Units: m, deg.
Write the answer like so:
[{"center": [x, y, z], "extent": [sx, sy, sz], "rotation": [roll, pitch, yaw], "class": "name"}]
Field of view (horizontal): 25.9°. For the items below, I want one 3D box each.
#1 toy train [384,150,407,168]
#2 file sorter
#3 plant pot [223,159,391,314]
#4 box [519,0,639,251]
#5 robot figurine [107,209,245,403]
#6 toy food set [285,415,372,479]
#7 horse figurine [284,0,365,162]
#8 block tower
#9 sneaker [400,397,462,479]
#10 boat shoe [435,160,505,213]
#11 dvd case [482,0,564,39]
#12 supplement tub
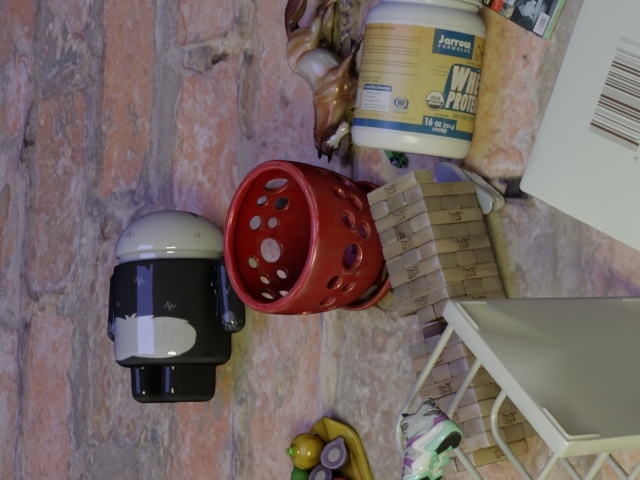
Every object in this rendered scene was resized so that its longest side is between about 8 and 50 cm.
[{"center": [0.085, -0.124, 1.773], "extent": [0.017, 0.023, 0.083], "rotation": [-54, 48, 34], "class": "toy train"}, {"center": [0.243, 0.179, 1.345], "extent": [0.193, 0.277, 0.173], "rotation": [53, 130, 40], "class": "file sorter"}, {"center": [0.000, 0.000, 1.746], "extent": [0.191, 0.174, 0.191], "rotation": [-8, 80, 52], "class": "plant pot"}, {"center": [0.368, -0.096, 1.153], "extent": [0.168, 0.345, 0.215], "rotation": [34, 113, 47], "class": "box"}, {"center": [-0.212, 0.095, 2.012], "extent": [0.173, 0.209, 0.278], "rotation": [103, 165, -82], "class": "robot figurine"}, {"center": [0.006, 0.331, 1.787], "extent": [0.128, 0.071, 0.218], "rotation": [-44, 54, 40], "class": "toy food set"}, {"center": [0.013, -0.249, 1.846], "extent": [0.174, 0.066, 0.263], "rotation": [-51, 51, 27], "class": "horse figurine"}, {"center": [0.153, 0.088, 1.582], "extent": [0.091, 0.097, 0.335], "rotation": [-27, 74, 48], "class": "block tower"}, {"center": [0.090, 0.190, 1.296], "extent": [0.098, 0.038, 0.069], "rotation": [-60, 43, 24], "class": "sneaker"}, {"center": [0.177, -0.064, 1.640], "extent": [0.100, 0.035, 0.035], "rotation": [36, 123, 39], "class": "boat shoe"}, {"center": [0.239, -0.293, 1.605], "extent": [0.119, 0.013, 0.087], "rotation": [42, 119, 46], "class": "dvd case"}, {"center": [0.118, -0.202, 1.642], "extent": [0.144, 0.144, 0.200], "rotation": [12, 96, 51], "class": "supplement tub"}]
